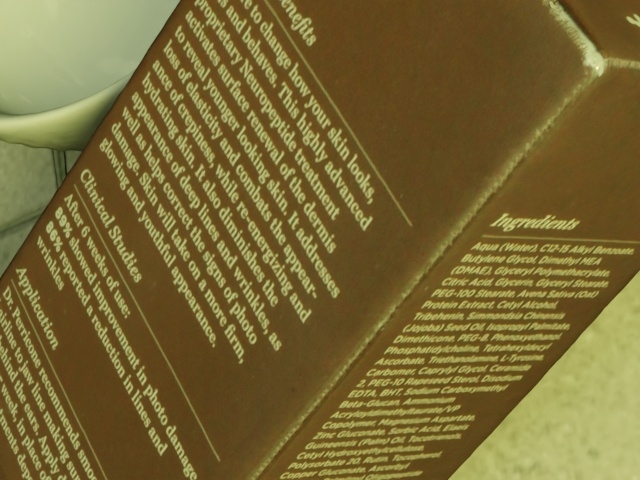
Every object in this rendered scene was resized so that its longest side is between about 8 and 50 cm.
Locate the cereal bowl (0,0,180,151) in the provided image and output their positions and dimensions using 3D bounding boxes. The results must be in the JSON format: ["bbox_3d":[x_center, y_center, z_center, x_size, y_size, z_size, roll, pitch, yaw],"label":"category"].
[{"bbox_3d":[-0.094,-0.202,0.952,0.339,0.141,0.338,-9,74,34],"label":"cereal bowl"}]

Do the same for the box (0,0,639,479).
[{"bbox_3d":[0.000,0.000,0.790,0.381,0.143,0.191,-53,53,33],"label":"box"}]
